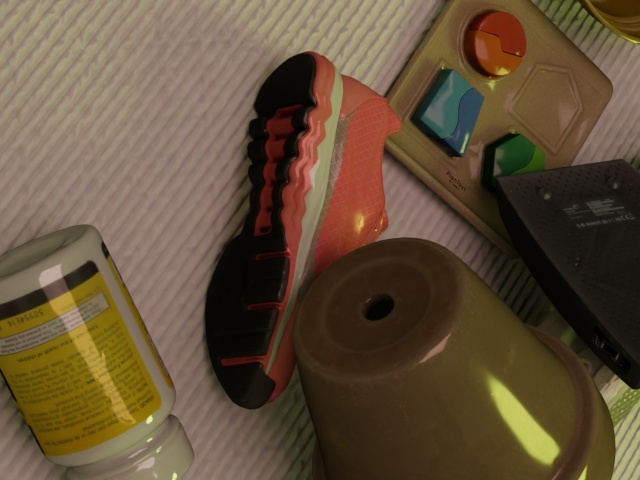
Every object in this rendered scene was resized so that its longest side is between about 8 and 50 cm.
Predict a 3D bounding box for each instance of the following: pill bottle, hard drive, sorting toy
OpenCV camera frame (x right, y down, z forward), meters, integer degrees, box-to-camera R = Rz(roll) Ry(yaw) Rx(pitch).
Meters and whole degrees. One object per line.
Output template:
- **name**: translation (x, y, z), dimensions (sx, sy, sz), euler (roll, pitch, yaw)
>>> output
- **pill bottle**: translation (-0.187, 0.103, 1.239), dimensions (0.119, 0.119, 0.208), euler (-32, 106, -28)
- **hard drive**: translation (0.281, 0.028, 1.441), dimensions (0.172, 0.254, 0.054), euler (-9, 136, -27)
- **sorting toy**: translation (0.209, -0.102, 1.531), dimensions (0.307, 0.041, 0.229), euler (39, 71, -26)

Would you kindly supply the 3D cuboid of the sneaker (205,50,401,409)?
- **sneaker**: translation (0.000, 0.000, 1.359), dimensions (0.136, 0.116, 0.313), euler (19, 80, -32)

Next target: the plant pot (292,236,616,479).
- **plant pot**: translation (0.087, 0.126, 1.290), dimensions (0.263, 0.263, 0.229), euler (-51, 135, -21)

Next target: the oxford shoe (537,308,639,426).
- **oxford shoe**: translation (0.154, 0.199, 1.457), dimensions (0.130, 0.169, 0.449), euler (40, 73, 19)

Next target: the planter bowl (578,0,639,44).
- **planter bowl**: translation (0.296, -0.297, 1.557), dimensions (0.217, 0.090, 0.217), euler (0, 90, -31)
